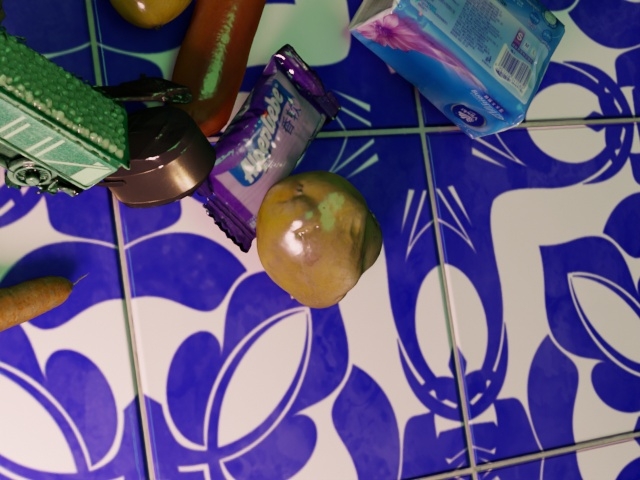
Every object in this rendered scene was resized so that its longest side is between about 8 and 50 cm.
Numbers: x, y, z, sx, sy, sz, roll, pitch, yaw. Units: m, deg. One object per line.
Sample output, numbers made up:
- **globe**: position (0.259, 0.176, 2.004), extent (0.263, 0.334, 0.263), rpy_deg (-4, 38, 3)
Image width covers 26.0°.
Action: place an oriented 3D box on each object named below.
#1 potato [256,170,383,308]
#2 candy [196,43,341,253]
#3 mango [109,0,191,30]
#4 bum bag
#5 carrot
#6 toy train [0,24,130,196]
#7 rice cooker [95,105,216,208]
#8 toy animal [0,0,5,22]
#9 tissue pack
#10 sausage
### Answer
- **potato**: position (-0.003, -0.002, 1.815), extent (0.154, 0.137, 0.200), rpy_deg (-65, 150, -25)
- **candy**: position (-0.071, -0.126, 1.841), extent (0.145, 0.070, 0.275), rpy_deg (50, 60, -35)
- **mango**: position (-0.205, -0.386, 1.801), extent (0.137, 0.091, 0.237), rpy_deg (35, 66, -29)
- **bum bag**: position (-0.250, -0.188, 1.730), extent (0.159, 0.109, 0.026), rpy_deg (-5, 107, -31)
- **carrot**: position (-0.396, 0.082, 1.622), extent (0.298, 0.078, 0.078), rpy_deg (-15, 90, -37)
- **toy train**: position (-0.351, -0.143, 1.584), extent (0.269, 0.154, 0.115), rpy_deg (33, 37, -42)
- **rice cooker**: position (-0.208, -0.101, 1.711), extent (0.106, 0.165, 0.112), rpy_deg (50, 51, -28)
- **toy animal**: position (-0.470, -0.258, 1.612), extent (0.214, 0.094, 0.186), rpy_deg (19, 71, -26)
- **tissue pack**: position (0.198, -0.304, 2.001), extent (0.263, 0.146, 0.198), rpy_deg (37, 64, -21)
- **sausage**: position (-0.129, -0.280, 1.833), extent (0.089, 0.083, 0.300), rpy_deg (27, 69, -40)
